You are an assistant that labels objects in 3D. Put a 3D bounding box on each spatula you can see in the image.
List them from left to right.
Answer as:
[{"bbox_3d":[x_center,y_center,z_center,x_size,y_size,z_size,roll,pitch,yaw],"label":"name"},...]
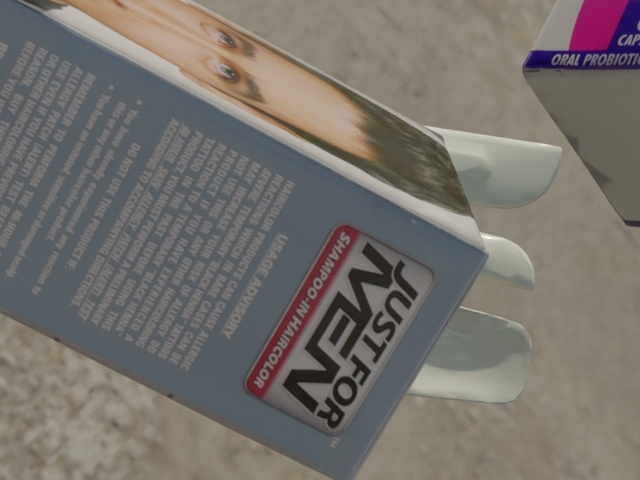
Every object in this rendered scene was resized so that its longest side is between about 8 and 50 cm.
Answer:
[{"bbox_3d":[0.000,0.000,0.962,0.242,0.019,0.168,9,63,8],"label":"spatula"}]

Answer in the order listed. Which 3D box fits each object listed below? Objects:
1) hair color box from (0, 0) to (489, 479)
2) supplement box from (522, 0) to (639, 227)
[{"bbox_3d":[-0.128,-0.062,0.713,0.374,0.114,0.185,28,14,-10],"label":"hair color box"},{"bbox_3d":[0.197,-0.123,0.777,0.114,0.111,0.220,49,58,-37],"label":"supplement box"}]
